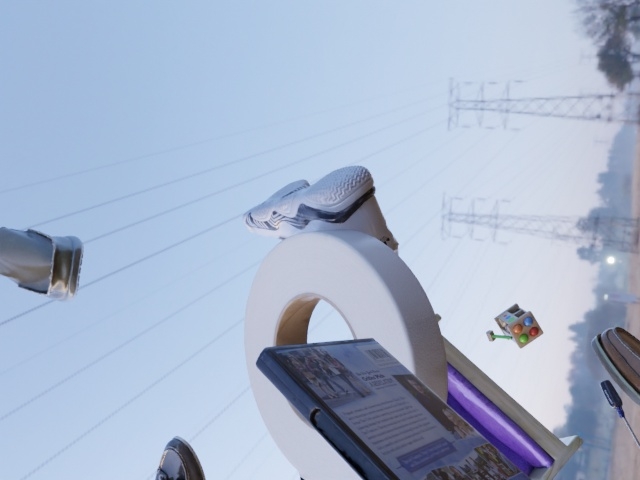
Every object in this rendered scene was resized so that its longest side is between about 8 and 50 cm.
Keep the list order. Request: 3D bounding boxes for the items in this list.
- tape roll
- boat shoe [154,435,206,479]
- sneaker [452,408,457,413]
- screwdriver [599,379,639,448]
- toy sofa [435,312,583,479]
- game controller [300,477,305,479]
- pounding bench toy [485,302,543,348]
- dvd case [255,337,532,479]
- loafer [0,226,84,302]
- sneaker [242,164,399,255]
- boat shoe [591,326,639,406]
[{"bbox_3d":[0.018,0.178,0.944,0.072,0.392,0.391,-5,-78,-41],"label":"tape roll"},{"bbox_3d":[-0.327,0.594,1.419,0.095,0.112,0.335,-33,-43,-49],"label":"boat shoe"},{"bbox_3d":[0.161,0.302,0.986,0.058,0.135,0.052,-135,29,-75],"label":"sneaker"},{"bbox_3d":[0.534,0.323,1.098,0.024,0.025,0.169,32,-143,-47],"label":"screwdriver"},{"bbox_3d":[0.291,0.330,1.208,0.177,0.362,0.150,-44,-18,-12],"label":"toy sofa"},{"bbox_3d":[0.020,0.618,1.551,0.319,0.067,0.166,59,-172,-46],"label":"game controller"},{"bbox_3d":[0.351,0.165,1.149,0.052,0.083,0.065,56,178,-13],"label":"pounding bench toy"},{"bbox_3d":[0.082,0.168,0.510,0.180,0.253,0.022,8,-63,-55],"label":"dvd case"},{"bbox_3d":[-0.405,0.030,0.864,0.087,0.251,0.094,9,-93,-44],"label":"loafer"},{"bbox_3d":[0.000,0.000,1.123,0.137,0.366,0.210,-36,-76,-30],"label":"sneaker"},{"bbox_3d":[0.510,0.214,0.850,0.111,0.307,0.104,6,-56,-37],"label":"boat shoe"}]
